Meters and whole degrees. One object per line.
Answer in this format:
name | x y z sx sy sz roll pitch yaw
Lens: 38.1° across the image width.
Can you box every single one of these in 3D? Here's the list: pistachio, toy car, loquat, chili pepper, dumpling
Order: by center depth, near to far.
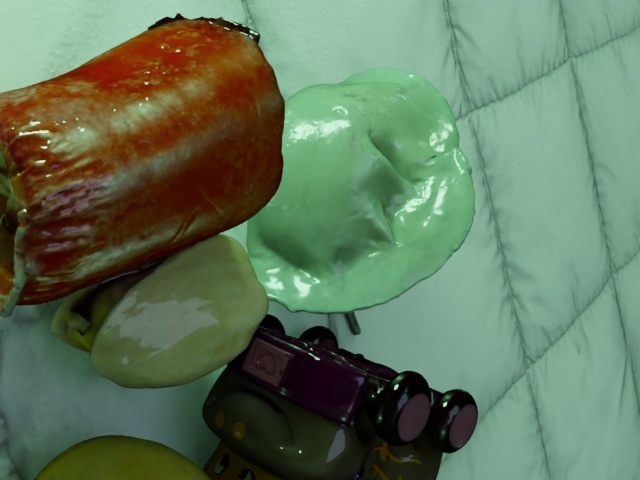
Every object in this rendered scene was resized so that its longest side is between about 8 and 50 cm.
chili pepper | -0.208 -0.079 0.850 0.305 0.251 0.229 -24 126 -45
loquat | -0.191 0.290 0.885 0.208 0.208 0.208 7 82 -50
pistachio | -0.161 0.074 0.966 0.229 0.157 0.157 -17 100 -44
toy car | 0.010 0.238 1.106 0.340 0.271 0.240 23 87 -48
dumpling | 0.039 -0.073 1.186 0.270 0.212 0.321 8 93 -13

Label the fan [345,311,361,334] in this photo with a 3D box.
fan | 0.004 -0.033 1.293 0.294 0.012 0.223 44 54 -39
